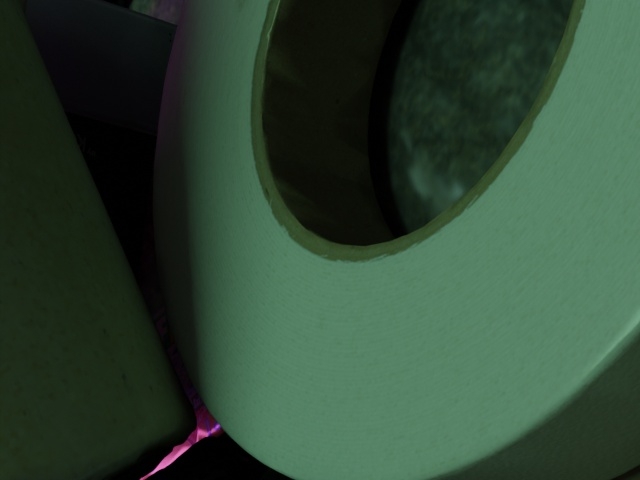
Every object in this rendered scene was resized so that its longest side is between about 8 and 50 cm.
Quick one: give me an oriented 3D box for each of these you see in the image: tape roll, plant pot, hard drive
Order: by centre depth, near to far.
[{"bbox_3d":[0.055,-0.086,0.514,0.392,0.072,0.392,-26,56,48],"label":"tape roll"},{"bbox_3d":[-0.228,0.018,0.575,0.334,0.334,0.305,-39,78,43],"label":"plant pot"},{"bbox_3d":[-0.146,-0.113,0.781,0.022,0.135,0.094,-36,50,45],"label":"hard drive"}]

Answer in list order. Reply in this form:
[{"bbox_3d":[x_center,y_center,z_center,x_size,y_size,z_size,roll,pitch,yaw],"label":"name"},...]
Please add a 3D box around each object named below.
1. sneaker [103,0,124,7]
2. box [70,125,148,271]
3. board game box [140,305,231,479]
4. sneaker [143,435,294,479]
[{"bbox_3d":[-0.177,-0.158,0.934,0.069,0.038,0.098,43,115,54],"label":"sneaker"},{"bbox_3d":[-0.226,-0.013,0.838,0.143,0.165,0.270,-13,68,54],"label":"box"},{"bbox_3d":[-0.085,0.092,0.717,0.154,0.026,0.103,-41,47,42],"label":"board game box"},{"bbox_3d":[-0.054,0.139,0.536,0.146,0.102,0.293,-41,3,-24],"label":"sneaker"}]
